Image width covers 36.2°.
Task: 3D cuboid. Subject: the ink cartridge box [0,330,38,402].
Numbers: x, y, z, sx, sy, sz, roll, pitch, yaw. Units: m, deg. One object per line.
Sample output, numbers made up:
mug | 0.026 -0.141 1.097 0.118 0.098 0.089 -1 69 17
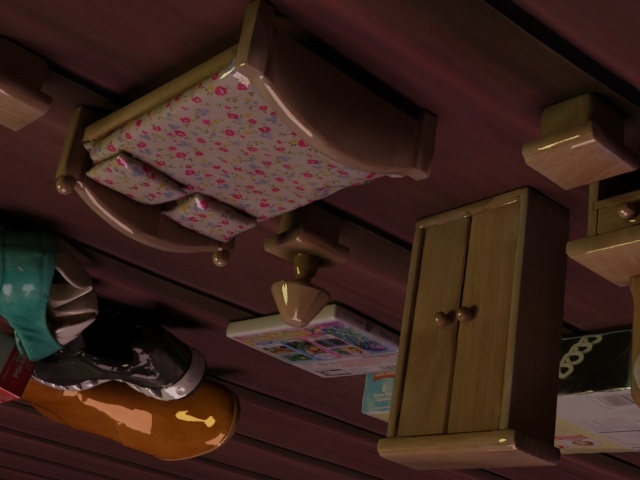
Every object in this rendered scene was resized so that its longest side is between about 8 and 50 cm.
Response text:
ink cartridge box | -0.371 0.113 1.004 0.135 0.056 0.099 35 149 -27

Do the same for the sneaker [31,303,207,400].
sneaker | -0.236 0.107 1.020 0.234 0.078 0.106 2 144 29

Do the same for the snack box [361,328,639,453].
snack box | 0.219 0.161 0.969 0.187 0.060 0.322 28 151 -36

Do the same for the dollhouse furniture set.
dollhouse furniture set | 0.000 0.000 0.546 0.356 0.173 0.303 26 151 -34

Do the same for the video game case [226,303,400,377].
video game case | 0.009 0.103 0.977 0.143 0.019 0.157 29 151 -37

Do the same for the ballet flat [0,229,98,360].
ballet flat | -0.251 0.057 0.902 0.087 0.083 0.247 -3 159 -5

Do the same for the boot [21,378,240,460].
boot | -0.262 0.183 1.162 0.295 0.104 0.211 -4 154 38
